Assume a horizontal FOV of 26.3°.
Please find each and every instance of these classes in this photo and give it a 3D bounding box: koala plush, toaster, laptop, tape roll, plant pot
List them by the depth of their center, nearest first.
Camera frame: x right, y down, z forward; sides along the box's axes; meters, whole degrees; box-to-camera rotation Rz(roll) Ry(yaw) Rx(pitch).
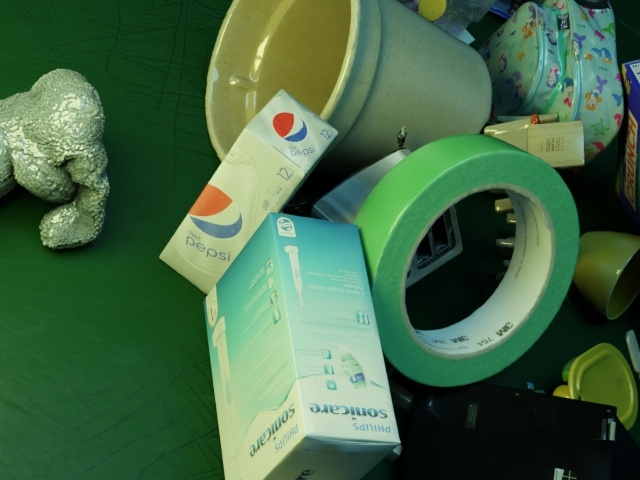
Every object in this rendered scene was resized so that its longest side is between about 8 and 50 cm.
[{"bbox_3d":[-0.377,-0.105,1.630,0.221,0.203,0.196,-8,61,-22],"label":"koala plush"},{"bbox_3d":[0.286,0.416,1.729,0.408,0.236,0.382,10,48,6],"label":"laptop"},{"bbox_3d":[0.181,0.027,1.734,0.321,0.321,0.077,0,21,-31],"label":"tape roll"},{"bbox_3d":[0.086,-0.018,1.788,0.168,0.186,0.110,-33,47,-17],"label":"toaster"},{"bbox_3d":[0.057,-0.215,1.905,0.305,0.334,0.334,15,50,-36],"label":"plant pot"},{"bbox_3d":[0.428,0.039,2.057,0.095,0.134,0.134,31,40,29],"label":"plant pot"}]

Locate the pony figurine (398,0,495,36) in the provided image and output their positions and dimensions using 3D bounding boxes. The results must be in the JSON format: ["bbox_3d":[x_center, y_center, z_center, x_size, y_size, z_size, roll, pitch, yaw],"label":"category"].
[{"bbox_3d":[0.197,-0.473,2.063,0.303,0.351,0.363,38,31,-12],"label":"pony figurine"}]

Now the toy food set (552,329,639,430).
[{"bbox_3d":[0.383,0.215,1.923,0.218,0.071,0.128,-18,89,-51],"label":"toy food set"}]

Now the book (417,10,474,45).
[{"bbox_3d":[0.174,-0.358,2.254,0.144,0.035,0.096,48,50,6],"label":"book"}]

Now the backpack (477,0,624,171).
[{"bbox_3d":[0.364,-0.241,2.150,0.191,0.225,0.253,2,66,-26],"label":"backpack"}]

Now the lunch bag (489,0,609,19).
[{"bbox_3d":[0.350,-0.486,2.411,0.293,0.138,0.221,15,51,-6],"label":"lunch bag"}]

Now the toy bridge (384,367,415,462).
[{"bbox_3d":[0.103,0.206,1.788,0.063,0.026,0.188,35,46,-4],"label":"toy bridge"}]

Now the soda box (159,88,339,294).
[{"bbox_3d":[-0.093,-0.052,1.679,0.091,0.286,0.098,38,47,-1],"label":"soda box"}]

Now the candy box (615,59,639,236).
[{"bbox_3d":[0.548,-0.087,2.054,0.122,0.268,0.317,-10,41,-1],"label":"candy box"}]

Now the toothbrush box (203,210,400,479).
[{"bbox_3d":[-0.031,0.150,1.616,0.126,0.216,0.295,9,52,-26],"label":"toothbrush box"}]

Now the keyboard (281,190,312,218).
[{"bbox_3d":[0.000,0.000,1.884,0.192,0.038,0.100,23,72,-17],"label":"keyboard"}]

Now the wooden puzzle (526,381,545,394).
[{"bbox_3d":[0.305,0.234,1.903,0.049,0.006,0.083,-8,62,-35],"label":"wooden puzzle"}]

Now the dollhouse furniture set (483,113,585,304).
[{"bbox_3d":[0.316,-0.067,1.935,0.135,0.259,0.262,-3,63,15],"label":"dollhouse furniture set"}]
